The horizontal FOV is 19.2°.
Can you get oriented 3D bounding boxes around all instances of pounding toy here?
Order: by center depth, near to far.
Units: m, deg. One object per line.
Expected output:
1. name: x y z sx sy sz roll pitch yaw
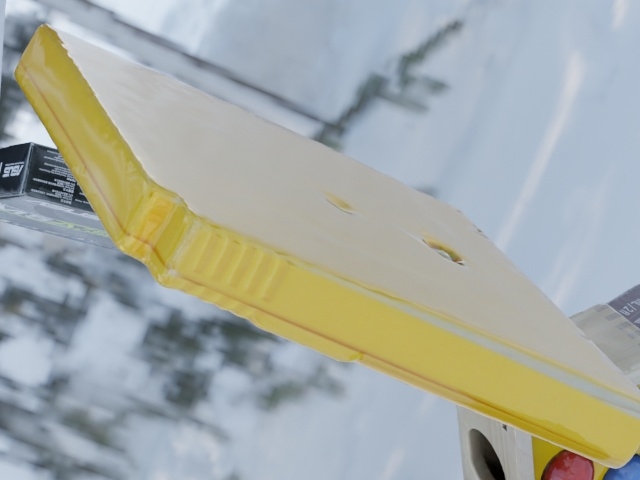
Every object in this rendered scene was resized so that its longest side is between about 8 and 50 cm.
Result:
1. pounding toy: 0.153 0.178 1.310 0.094 0.181 0.206 42 147 51

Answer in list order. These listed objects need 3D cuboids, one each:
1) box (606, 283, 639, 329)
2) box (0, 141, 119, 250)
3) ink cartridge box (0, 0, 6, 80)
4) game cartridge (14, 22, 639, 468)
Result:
1. box: 0.308 0.166 1.625 0.168 0.203 0.167 -24 -45 -57
2. box: -0.167 -0.027 1.403 0.184 0.190 0.045 2 79 59
3. ink cartridge box: -0.434 -0.153 1.531 0.223 0.307 0.129 -63 -18 -72
4. game cartridge: 0.000 0.000 1.071 0.053 0.323 0.285 -61 29 13
